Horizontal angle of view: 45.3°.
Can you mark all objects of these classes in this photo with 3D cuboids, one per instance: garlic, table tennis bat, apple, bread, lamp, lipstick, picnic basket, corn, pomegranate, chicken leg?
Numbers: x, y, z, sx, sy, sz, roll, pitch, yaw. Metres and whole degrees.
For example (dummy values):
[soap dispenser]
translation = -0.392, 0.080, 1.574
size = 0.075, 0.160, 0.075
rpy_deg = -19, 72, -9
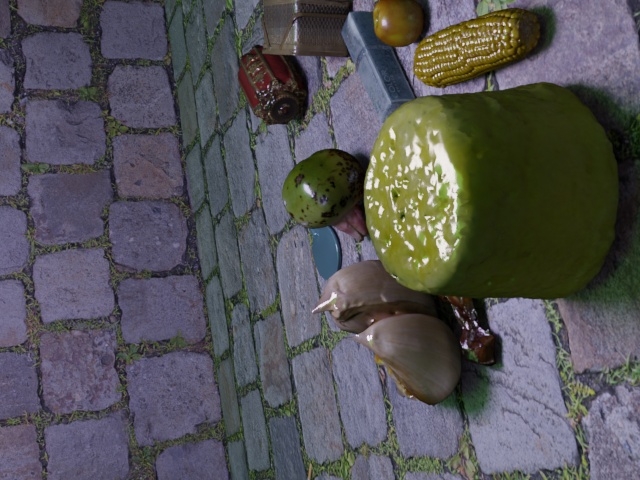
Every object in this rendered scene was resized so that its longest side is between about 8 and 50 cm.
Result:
[garlic]
translation = 0.149, 0.186, 1.553
size = 0.313, 0.249, 0.286
rpy_deg = 57, -152, -45
[table tennis bat]
translation = 0.000, 0.000, 2.142
size = 0.244, 0.040, 0.153
rpy_deg = 65, 149, 32
[apple]
translation = 0.159, -0.460, 1.597
size = 0.099, 0.102, 0.114
rpy_deg = 115, 144, -52
[bread]
translation = 0.252, -0.076, 1.190
size = 0.348, 0.307, 0.348
rpy_deg = 180, 90, -67
[lamp]
translation = -0.145, -0.456, 2.242
size = 0.274, 0.177, 0.177
rpy_deg = -114, 30, -43
[lipstick]
translation = 0.128, -0.389, 1.715
size = 0.076, 0.077, 0.290
rpy_deg = 116, 142, -50
[picnic basket]
translation = -0.038, -0.544, 1.966
size = 0.266, 0.165, 0.139
rpy_deg = -151, 60, -62
[corn]
translation = 0.266, -0.341, 1.366
size = 0.305, 0.106, 0.106
rpy_deg = 180, 85, -66
[pomegranate]
translation = 0.034, -0.101, 1.879
size = 0.248, 0.214, 0.214
rpy_deg = 48, 154, -3
[chicken leg]
translation = 0.264, 0.105, 1.487
size = 0.113, 0.093, 0.304
rpy_deg = -48, 54, 45
